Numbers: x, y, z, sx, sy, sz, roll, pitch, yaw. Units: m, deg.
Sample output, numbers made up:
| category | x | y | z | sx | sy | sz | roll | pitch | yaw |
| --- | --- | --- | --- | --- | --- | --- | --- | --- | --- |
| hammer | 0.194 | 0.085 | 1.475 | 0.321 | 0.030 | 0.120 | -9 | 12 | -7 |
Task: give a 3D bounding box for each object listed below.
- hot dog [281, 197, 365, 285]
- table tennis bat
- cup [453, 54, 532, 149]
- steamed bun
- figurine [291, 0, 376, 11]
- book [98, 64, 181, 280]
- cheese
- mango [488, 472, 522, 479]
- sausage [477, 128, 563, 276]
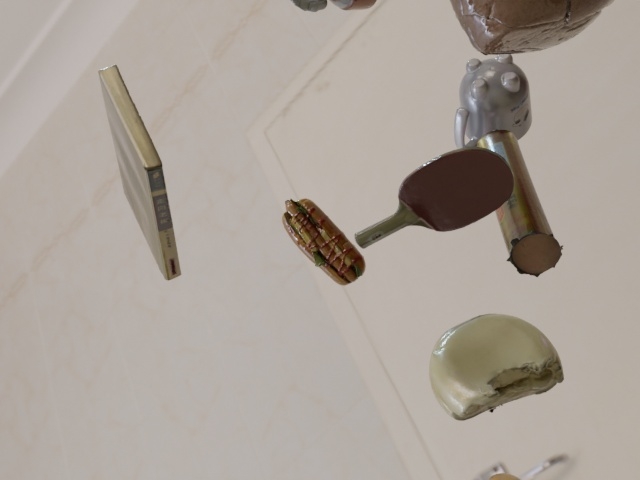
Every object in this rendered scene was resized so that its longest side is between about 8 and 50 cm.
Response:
| category | x | y | z | sx | sy | sz | roll | pitch | yaw |
| --- | --- | --- | --- | --- | --- | --- | --- | --- | --- |
| hot dog | 0.000 | 0.000 | 1.912 | 0.104 | 0.250 | 0.076 | -41 | -4 | 7 |
| table tennis bat | 0.153 | -0.052 | 1.155 | 0.246 | 0.022 | 0.138 | -28 | -49 | 26 |
| cup | 0.309 | -0.263 | 1.548 | 0.173 | 0.134 | 0.142 | -24 | -37 | 0 |
| steamed bun | 0.343 | -0.435 | 1.273 | 0.301 | 0.252 | 0.199 | -26 | -2 | -27 |
| figurine | 0.016 | -0.492 | 1.511 | 0.271 | 0.143 | 0.143 | -7 | -44 | -8 |
| book | -0.213 | -0.074 | 0.983 | 0.026 | 0.161 | 0.231 | -21 | -29 | -17 |
| cheese | 0.355 | 0.265 | 1.695 | 0.265 | 0.233 | 0.127 | -23 | -57 | -9 |
| mango | 0.354 | 0.495 | 1.529 | 0.098 | 0.190 | 0.075 | 4 | -76 | 10 |
| sausage | 0.304 | -0.087 | 1.318 | 0.082 | 0.372 | 0.082 | 0 | -54 | 0 |
